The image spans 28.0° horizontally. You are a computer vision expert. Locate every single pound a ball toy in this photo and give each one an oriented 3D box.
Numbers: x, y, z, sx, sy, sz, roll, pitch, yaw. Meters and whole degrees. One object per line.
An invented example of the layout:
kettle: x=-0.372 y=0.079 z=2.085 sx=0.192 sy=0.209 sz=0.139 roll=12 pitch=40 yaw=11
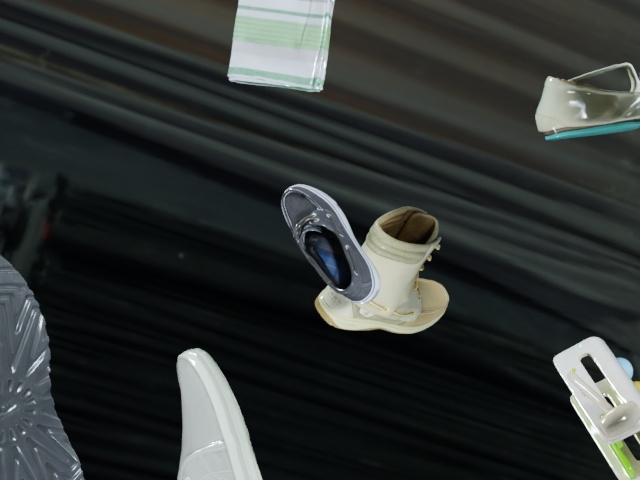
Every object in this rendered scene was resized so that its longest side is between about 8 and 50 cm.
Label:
pound a ball toy: x=0.548 y=0.292 z=2.371 sx=0.135 sy=0.208 sz=0.319 roll=-27 pitch=32 yaw=2

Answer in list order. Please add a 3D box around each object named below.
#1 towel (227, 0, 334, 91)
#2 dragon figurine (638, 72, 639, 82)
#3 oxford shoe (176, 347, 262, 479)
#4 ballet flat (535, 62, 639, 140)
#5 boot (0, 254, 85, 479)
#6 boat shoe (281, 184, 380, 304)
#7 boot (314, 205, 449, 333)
towel: x=-0.041 y=-0.238 z=1.355 sx=0.023 sy=0.113 sz=0.152 roll=-5 pitch=-77 yaw=-68
dragon figurine: x=0.538 y=-0.239 z=1.959 sx=0.289 sy=0.085 sz=0.144 roll=-83 pitch=-16 yaw=-62
oxford shoe: x=-0.124 y=0.332 z=1.517 sx=0.169 sy=0.130 sz=0.449 roll=92 pitch=163 yaw=-61
ballet flat: x=0.359 y=-0.155 z=1.400 sx=0.086 sy=0.248 sz=0.086 roll=178 pitch=90 yaw=-85
boot: x=-0.477 y=0.133 z=1.569 sx=0.445 sy=0.146 sz=0.367 roll=21 pitch=127 yaw=51
boat shoe: x=0.000 y=0.000 z=1.853 sx=0.080 sy=0.076 sz=0.229 roll=-43 pitch=60 yaw=19
boot: x=0.138 y=0.044 z=1.990 sx=0.203 sy=0.261 sz=0.095 roll=-57 pitch=48 yaw=31
